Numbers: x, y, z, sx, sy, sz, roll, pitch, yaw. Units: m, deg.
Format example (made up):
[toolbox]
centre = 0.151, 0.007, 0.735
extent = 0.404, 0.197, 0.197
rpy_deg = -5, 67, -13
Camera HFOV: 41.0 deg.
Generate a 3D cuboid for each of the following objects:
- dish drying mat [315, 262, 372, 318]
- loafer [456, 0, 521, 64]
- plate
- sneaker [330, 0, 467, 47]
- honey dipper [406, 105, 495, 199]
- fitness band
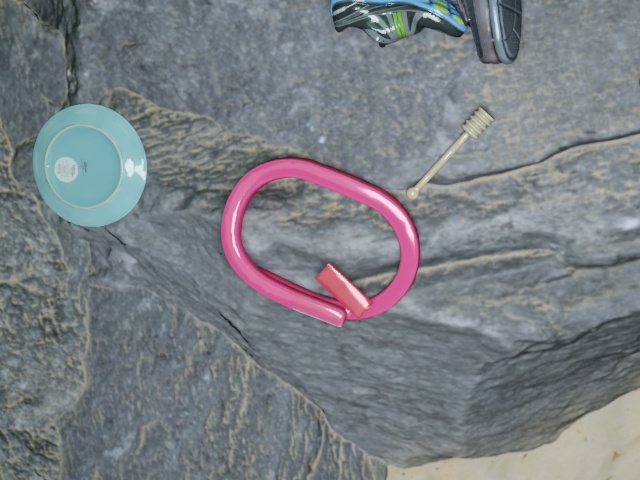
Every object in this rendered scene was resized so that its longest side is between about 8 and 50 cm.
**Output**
[dish drying mat]
centre = 0.033, 0.070, 1.201
extent = 0.083, 0.008, 0.032
rpy_deg = 43, 100, 4
[loafer]
centre = 0.199, -0.375, 1.119
extent = 0.095, 0.109, 0.302
rpy_deg = -5, 91, 31
[plate]
centre = -0.354, -0.112, 1.296
extent = 0.188, 0.024, 0.188
rpy_deg = 2, 100, 10
[sneaker]
centre = 0.106, -0.300, 1.164
extent = 0.188, 0.067, 0.078
rpy_deg = 9, 121, 8
[honey dipper]
centre = 0.176, -0.116, 1.187
extent = 0.030, 0.030, 0.161
rpy_deg = 42, 105, 3
[fitness band]
centre = 0.000, 0.000, 1.231
extent = 0.291, 0.054, 0.209
rpy_deg = 23, 99, 6
